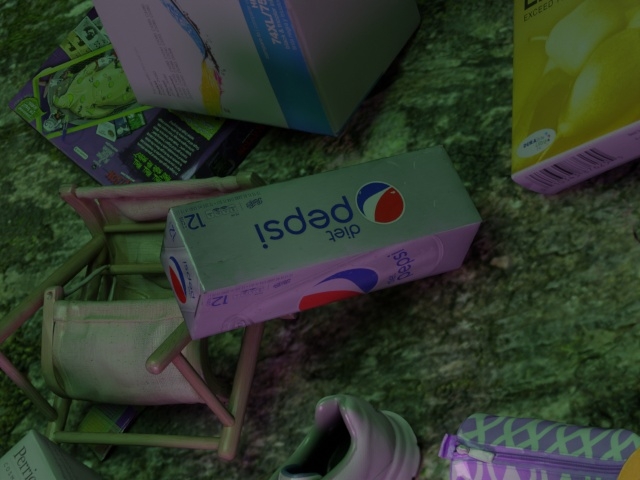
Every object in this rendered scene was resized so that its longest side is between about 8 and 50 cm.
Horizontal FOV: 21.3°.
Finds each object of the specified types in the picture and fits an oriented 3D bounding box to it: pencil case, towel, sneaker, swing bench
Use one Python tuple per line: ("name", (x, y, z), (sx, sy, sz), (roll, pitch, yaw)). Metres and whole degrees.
("pencil case", (0.205, 0.192, 1.443), (0.206, 0.088, 0.086), (1, 64, 34))
("towel", (-0.220, 0.186, 1.788), (0.060, 0.009, 0.083), (31, 80, 43))
("sneaker", (-0.021, 0.269, 1.518), (0.111, 0.129, 0.297), (10, 69, 36))
("swing bench", (-0.176, 0.072, 1.727), (0.253, 0.165, 0.255), (-2, 48, 34))

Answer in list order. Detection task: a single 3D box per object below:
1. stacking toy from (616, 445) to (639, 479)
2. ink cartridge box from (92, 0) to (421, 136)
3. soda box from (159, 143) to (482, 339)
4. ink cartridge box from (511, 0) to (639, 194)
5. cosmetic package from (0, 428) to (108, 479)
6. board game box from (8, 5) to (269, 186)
("stacking toy", (0.289, 0.310, 1.285), (0.309, 0.130, 0.279), (-47, 69, 30))
("ink cartridge box", (-0.073, -0.260, 1.808), (0.270, 0.197, 0.198), (11, 51, 32))
("soda box", (0.000, 0.000, 1.593), (0.286, 0.091, 0.098), (-15, 62, -21))
("ink cartridge box", (0.301, -0.231, 1.579), (0.303, 0.072, 0.307), (-25, 56, 48))
("cosmetic package", (-0.334, 0.397, 1.627), (0.385, 0.156, 0.217), (-45, 45, 2))
("board game box", (-0.209, -0.158, 1.983), (0.208, 0.056, 0.347), (-46, 46, -6))
